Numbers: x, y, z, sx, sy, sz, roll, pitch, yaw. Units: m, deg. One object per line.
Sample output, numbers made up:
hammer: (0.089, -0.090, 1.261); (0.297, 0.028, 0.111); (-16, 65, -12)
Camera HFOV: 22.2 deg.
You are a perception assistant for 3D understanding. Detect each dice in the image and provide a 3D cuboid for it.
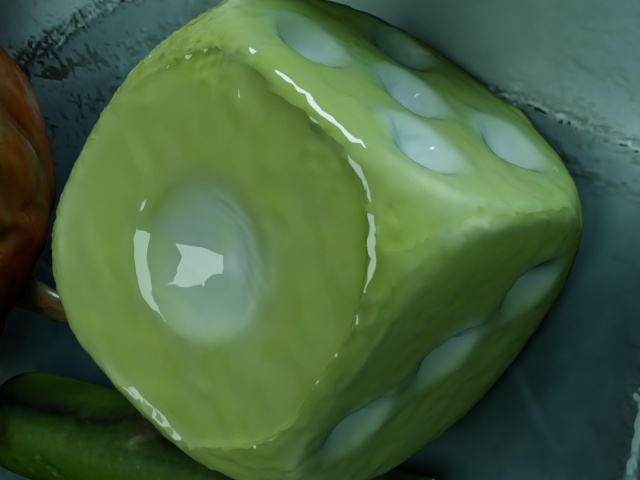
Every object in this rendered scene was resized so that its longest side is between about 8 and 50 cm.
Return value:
dice: (0.000, 0.000, 0.732); (0.169, 0.169, 0.166); (45, 117, 24)

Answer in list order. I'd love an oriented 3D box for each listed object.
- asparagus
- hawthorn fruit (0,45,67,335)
asparagus: (-0.062, 0.120, 0.852); (0.278, 0.060, 0.067); (12, 80, 34)
hawthorn fruit: (-0.254, -0.013, 0.870); (0.298, 0.277, 0.277); (20, 107, -4)
